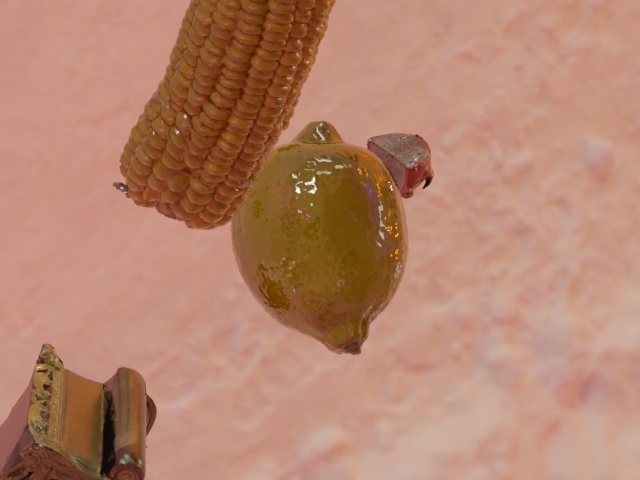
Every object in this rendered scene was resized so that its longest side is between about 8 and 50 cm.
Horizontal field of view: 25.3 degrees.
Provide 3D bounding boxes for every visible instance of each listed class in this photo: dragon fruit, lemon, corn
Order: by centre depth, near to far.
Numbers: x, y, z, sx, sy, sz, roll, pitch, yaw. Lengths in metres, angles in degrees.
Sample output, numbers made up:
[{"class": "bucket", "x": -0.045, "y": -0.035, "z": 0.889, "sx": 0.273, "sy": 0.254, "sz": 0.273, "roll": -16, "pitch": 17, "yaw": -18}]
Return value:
[{"class": "corn", "x": -0.050, "y": -0.132, "z": 0.933, "sx": 0.101, "sy": 0.101, "sz": 0.291, "roll": -13, "pitch": 137, "yaw": -47}, {"class": "lemon", "x": 0.000, "y": 0.000, "z": 1.480, "sx": 0.184, "sy": 0.184, "sz": 0.248, "roll": 7, "pitch": 72, "yaw": -48}, {"class": "dragon fruit", "x": 0.096, "y": -0.087, "z": 1.637, "sx": 0.060, "sy": 0.083, "sz": 0.056, "roll": -25, "pitch": 129, "yaw": -30}]

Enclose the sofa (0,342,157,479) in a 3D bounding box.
[{"class": "sofa", "x": -0.273, "y": 0.271, "z": 1.500, "sx": 0.182, "sy": 0.200, "sz": 0.258, "roll": 31, "pitch": 108, "yaw": -18}]
